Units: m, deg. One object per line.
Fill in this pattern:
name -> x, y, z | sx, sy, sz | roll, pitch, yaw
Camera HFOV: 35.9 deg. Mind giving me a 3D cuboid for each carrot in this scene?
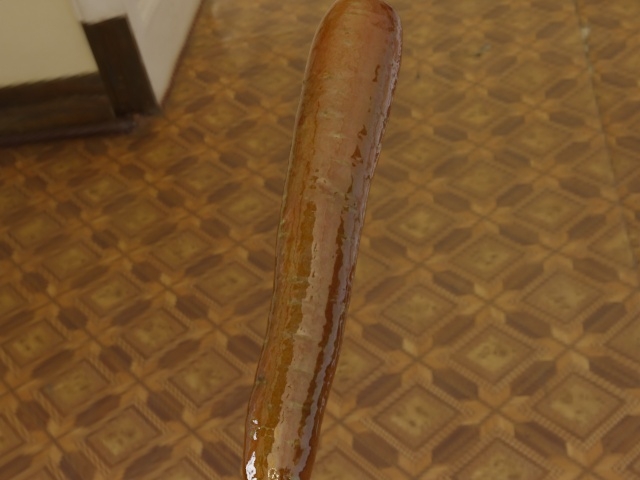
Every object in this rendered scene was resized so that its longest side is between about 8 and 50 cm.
carrot -> 0.000, 0.000, 0.423 | 0.043, 0.043, 0.248 | 3, 69, 21
